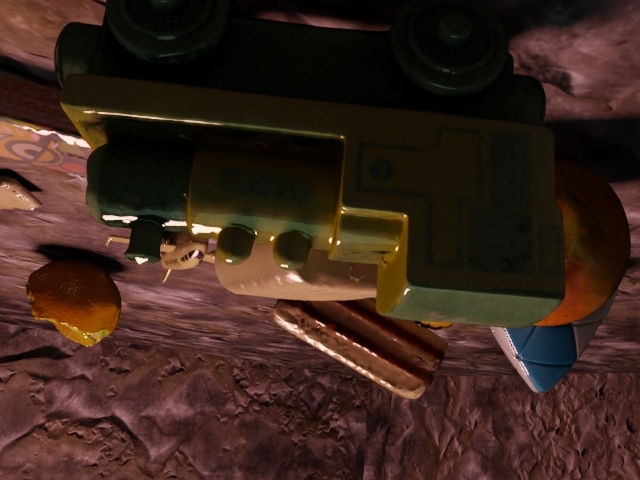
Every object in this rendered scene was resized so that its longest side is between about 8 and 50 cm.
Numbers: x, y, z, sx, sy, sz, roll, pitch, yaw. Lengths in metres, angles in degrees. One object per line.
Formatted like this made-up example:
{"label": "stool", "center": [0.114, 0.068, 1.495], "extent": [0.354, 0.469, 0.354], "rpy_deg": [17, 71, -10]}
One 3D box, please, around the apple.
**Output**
{"label": "apple", "center": [0.246, 0.000, 0.663], "extent": [0.196, 0.196, 0.196], "rpy_deg": [4, 162, 1]}

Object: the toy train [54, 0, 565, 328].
{"label": "toy train", "center": [-0.015, -0.067, 0.431], "extent": [0.368, 0.237, 0.150], "rpy_deg": [5, 164, -3]}

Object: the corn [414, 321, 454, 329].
{"label": "corn", "center": [0.204, 0.075, 0.980], "extent": [0.144, 0.144, 0.387], "rpy_deg": [1, 162, 10]}

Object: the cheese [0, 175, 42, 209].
{"label": "cheese", "center": [-0.622, -0.074, 0.872], "extent": [0.400, 0.034, 0.085], "rpy_deg": [1, 162, 8]}

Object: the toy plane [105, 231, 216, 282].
{"label": "toy plane", "center": [-0.229, 0.013, 0.961], "extent": [0.229, 0.092, 0.244], "rpy_deg": [15, 158, -24]}

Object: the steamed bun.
{"label": "steamed bun", "center": [0.000, 0.000, 0.767], "extent": [0.250, 0.155, 0.200], "rpy_deg": [10, 165, -37]}

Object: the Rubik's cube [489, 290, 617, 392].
{"label": "Rubik's cube", "center": [0.412, 0.146, 1.022], "extent": [0.254, 0.254, 0.254], "rpy_deg": [4, 162, 1]}

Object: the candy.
{"label": "candy", "center": [0.069, 0.170, 1.100], "extent": [0.320, 0.135, 0.179], "rpy_deg": [32, 174, 0]}

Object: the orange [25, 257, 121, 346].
{"label": "orange", "center": [-0.514, 0.127, 1.240], "extent": [0.179, 0.158, 0.237], "rpy_deg": [39, 161, 13]}

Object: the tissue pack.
{"label": "tissue pack", "center": [-0.275, -0.115, 0.625], "extent": [0.148, 0.060, 0.108], "rpy_deg": [14, 161, -24]}
